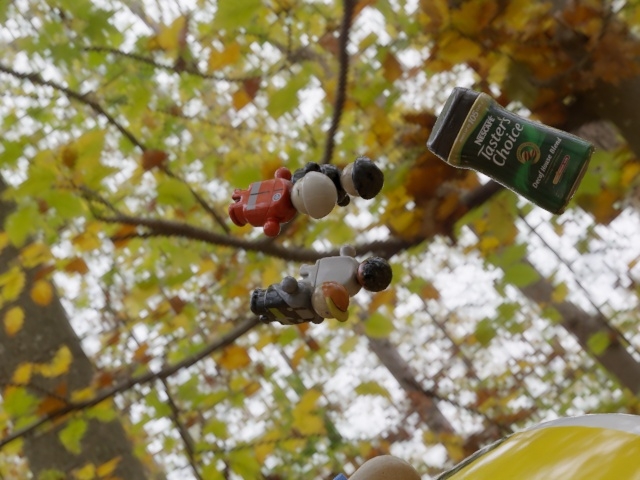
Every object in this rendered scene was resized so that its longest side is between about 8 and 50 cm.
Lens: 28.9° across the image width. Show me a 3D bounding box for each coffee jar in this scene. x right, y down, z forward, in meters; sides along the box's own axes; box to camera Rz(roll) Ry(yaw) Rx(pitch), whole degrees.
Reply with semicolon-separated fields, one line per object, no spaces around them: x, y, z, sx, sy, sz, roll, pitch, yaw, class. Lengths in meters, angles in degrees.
0.223;-0.109;1.469;0.096;0.184;0.079;-65;-12;6;coffee jar

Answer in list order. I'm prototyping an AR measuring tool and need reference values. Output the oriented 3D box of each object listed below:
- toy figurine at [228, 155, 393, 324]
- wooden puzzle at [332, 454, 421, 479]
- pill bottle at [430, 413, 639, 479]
0.000;0.000;1.618;0.148;0.209;0.213;-8;6;28;toy figurine
-0.032;0.342;1.121;0.322;0.080;0.348;-45;-25;-12;wooden puzzle
0.052;0.159;0.321;0.334;0.188;0.188;-21;-34;-42;pill bottle
